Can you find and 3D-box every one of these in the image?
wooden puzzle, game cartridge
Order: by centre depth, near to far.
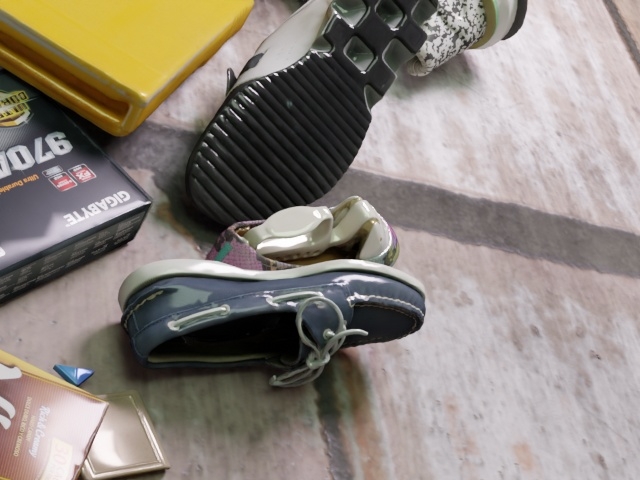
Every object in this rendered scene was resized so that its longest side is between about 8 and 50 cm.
[{"bbox_3d":[-0.147,0.138,0.924,0.078,0.014,0.116,6,46,-35],"label":"wooden puzzle"},{"bbox_3d":[-0.229,-0.233,1.188,0.285,0.052,0.323,32,27,-1],"label":"game cartridge"}]

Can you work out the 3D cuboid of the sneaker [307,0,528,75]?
[{"bbox_3d":[0.024,-0.327,1.434,0.410,0.158,0.182,38,56,13],"label":"sneaker"}]

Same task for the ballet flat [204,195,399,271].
[{"bbox_3d":[0.000,0.000,1.112,0.221,0.079,0.077,-12,56,-41],"label":"ballet flat"}]

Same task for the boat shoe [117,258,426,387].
[{"bbox_3d":[-0.027,0.064,1.015,0.254,0.095,0.079,6,45,-28],"label":"boat shoe"}]

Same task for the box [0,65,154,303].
[{"bbox_3d":[-0.263,-0.038,0.995,0.175,0.051,0.220,44,40,15],"label":"box"}]

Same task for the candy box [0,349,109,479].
[{"bbox_3d":[-0.227,0.102,0.762,0.187,0.053,0.109,28,33,-9],"label":"candy box"}]

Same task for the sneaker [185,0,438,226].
[{"bbox_3d":[-0.025,-0.127,1.218,0.122,0.146,0.330,51,59,-18],"label":"sneaker"}]
